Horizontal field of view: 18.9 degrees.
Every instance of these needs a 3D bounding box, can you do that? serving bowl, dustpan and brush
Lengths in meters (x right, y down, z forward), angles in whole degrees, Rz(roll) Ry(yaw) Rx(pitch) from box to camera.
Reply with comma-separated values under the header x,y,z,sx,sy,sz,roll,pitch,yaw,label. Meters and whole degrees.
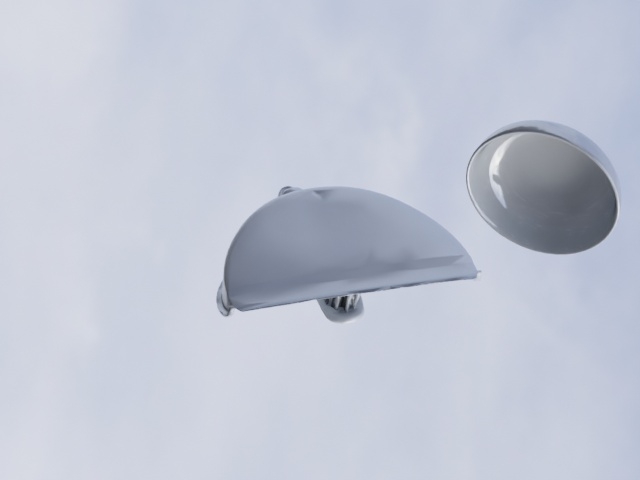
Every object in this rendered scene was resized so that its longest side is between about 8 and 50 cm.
x,y,z,sx,sy,sz,roll,pitch,yaw,label
0.120,-0.032,1.005,0.083,0.083,0.027,-45,-169,48,serving bowl
0.000,0.000,1.147,0.211,0.147,0.060,-113,-162,-56,dustpan and brush
